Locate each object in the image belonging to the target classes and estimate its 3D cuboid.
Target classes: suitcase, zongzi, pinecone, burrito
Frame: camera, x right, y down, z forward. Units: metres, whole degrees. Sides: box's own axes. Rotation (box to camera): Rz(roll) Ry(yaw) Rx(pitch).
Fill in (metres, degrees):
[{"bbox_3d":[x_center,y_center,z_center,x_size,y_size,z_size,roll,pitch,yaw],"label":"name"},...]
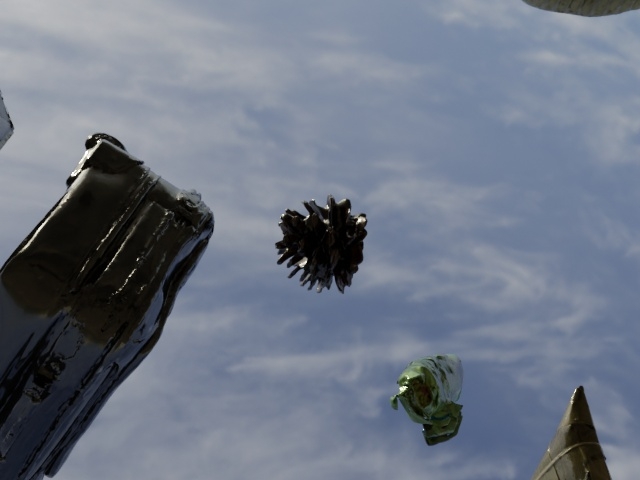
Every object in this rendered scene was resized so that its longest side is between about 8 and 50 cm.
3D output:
[{"bbox_3d":[-0.284,0.093,1.042,0.188,0.345,0.339,35,-149,-8],"label":"suitcase"},{"bbox_3d":[0.352,0.328,1.435,0.079,0.160,0.176,25,-139,-37],"label":"zongzi"},{"bbox_3d":[0.000,0.002,1.284,0.121,0.140,0.140,9,-135,-10],"label":"pinecone"},{"bbox_3d":[0.142,0.193,1.177,0.288,0.054,0.104,15,-126,-73],"label":"burrito"}]

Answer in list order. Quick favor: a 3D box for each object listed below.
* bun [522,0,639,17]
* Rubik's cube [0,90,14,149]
[{"bbox_3d":[0.233,-0.272,0.768,0.179,0.193,0.127,12,-117,-17],"label":"bun"},{"bbox_3d":[-0.516,-0.173,1.103,0.225,0.231,0.221,-14,-158,1],"label":"Rubik's cube"}]
